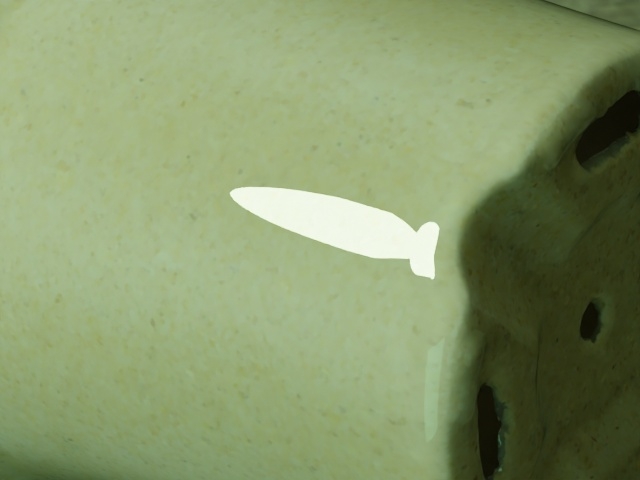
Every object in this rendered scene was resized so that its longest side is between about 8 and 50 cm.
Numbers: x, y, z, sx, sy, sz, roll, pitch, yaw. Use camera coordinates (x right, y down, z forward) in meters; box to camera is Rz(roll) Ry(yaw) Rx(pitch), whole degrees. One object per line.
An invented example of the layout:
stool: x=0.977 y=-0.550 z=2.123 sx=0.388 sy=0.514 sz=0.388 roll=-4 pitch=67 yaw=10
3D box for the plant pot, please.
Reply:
plant pot: x=0.000 y=0.000 z=0.782 sx=0.305 sy=0.334 sz=0.334 roll=17 pitch=133 yaw=39
